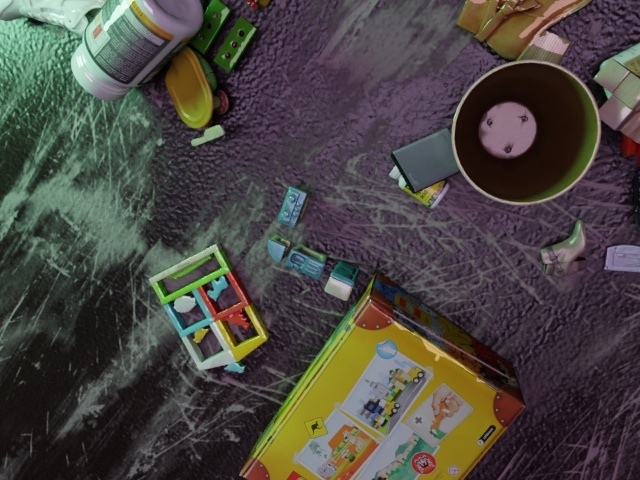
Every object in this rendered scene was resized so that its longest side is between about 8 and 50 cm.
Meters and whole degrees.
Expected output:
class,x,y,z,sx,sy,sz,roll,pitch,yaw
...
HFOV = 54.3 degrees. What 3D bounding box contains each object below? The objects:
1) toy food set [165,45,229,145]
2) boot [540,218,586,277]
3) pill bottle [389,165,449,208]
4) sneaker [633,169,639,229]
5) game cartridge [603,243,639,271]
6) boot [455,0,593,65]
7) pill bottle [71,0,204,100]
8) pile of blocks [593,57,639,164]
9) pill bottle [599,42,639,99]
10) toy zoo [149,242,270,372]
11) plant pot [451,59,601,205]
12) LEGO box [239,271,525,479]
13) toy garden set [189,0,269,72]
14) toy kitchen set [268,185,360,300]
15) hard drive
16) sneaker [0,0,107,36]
class,x,y,z,sx,sy,sz,roll,pitch,yaw
toy food set,-0.253,-0.313,1.335,0.128,0.071,0.218,-20,93,45
boot,0.496,0.019,1.278,0.086,0.042,0.119,-5,100,13
pill bottle,0.203,-0.122,1.289,0.116,0.065,0.065,34,105,3
sneaker,0.716,-0.128,1.166,0.180,0.124,0.321,28,105,2
game cartridge,0.624,0.035,1.272,0.083,0.017,0.056,4,106,9
boot,0.406,-0.482,1.171,0.220,0.109,0.284,29,112,7
pill bottle,-0.374,-0.408,1.251,0.278,0.162,0.162,-28,96,36
pile of blocks,0.598,-0.172,1.072,0.362,0.149,0.113,32,120,-6
pill bottle,0.647,-0.321,1.135,0.229,0.131,0.131,-27,96,14
toy zoo,-0.247,0.175,1.447,0.192,0.030,0.293,-27,96,14
plant pot,0.358,-0.201,1.147,0.237,0.254,0.237,2,103,10
LEGO box,0.124,0.388,1.340,0.372,0.193,0.500,35,105,2
toy garden set,-0.226,-0.505,1.298,0.244,0.049,0.204,37,107,2
toy kitchen set,0.000,0.000,1.320,0.207,0.122,0.166,23,104,4
hard drive,0.220,-0.161,1.257,0.135,0.022,0.094,-26,79,-16
sneaker,-0.559,-0.497,1.322,0.304,0.114,0.152,-10,98,12
